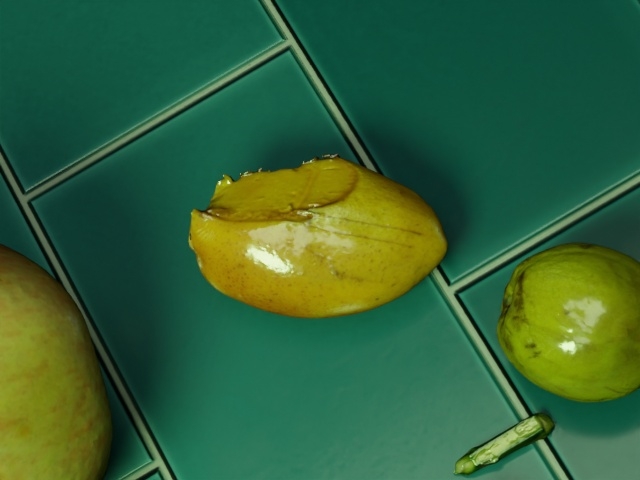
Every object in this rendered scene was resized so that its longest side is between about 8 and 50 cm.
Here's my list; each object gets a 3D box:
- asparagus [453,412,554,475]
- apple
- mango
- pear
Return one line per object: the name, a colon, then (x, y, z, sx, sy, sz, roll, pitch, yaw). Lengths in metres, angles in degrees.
asparagus: (0.175, 0.198, 1.833, 0.108, 0.021, 0.025, -29, 68, 0)
apple: (-0.378, 0.170, 1.767, 0.347, 0.391, 0.391, -15, 66, -21)
mango: (0.000, 0.000, 1.888, 0.252, 0.126, 0.153, 2, 59, 5)
pear: (0.247, 0.077, 1.796, 0.162, 0.149, 0.148, 15, 74, 11)
